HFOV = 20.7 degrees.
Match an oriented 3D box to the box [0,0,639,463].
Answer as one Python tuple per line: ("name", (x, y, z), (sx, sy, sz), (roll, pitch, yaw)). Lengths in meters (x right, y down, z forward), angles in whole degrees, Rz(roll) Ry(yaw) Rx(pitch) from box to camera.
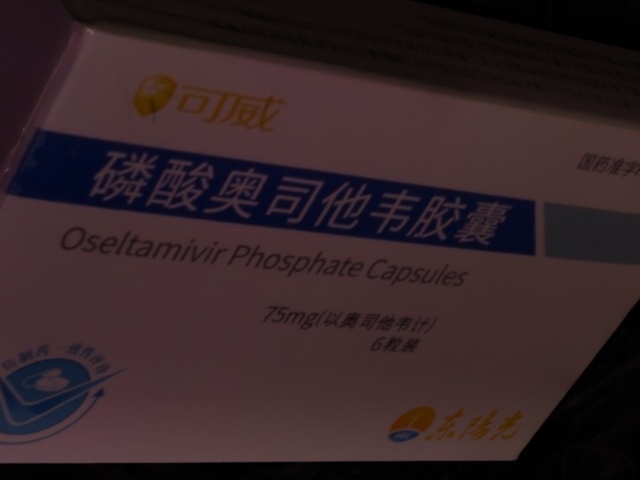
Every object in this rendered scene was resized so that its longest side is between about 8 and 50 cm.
("box", (0.000, 0.000, 0.701), (0.343, 0.065, 0.200), (6, 127, -40))
